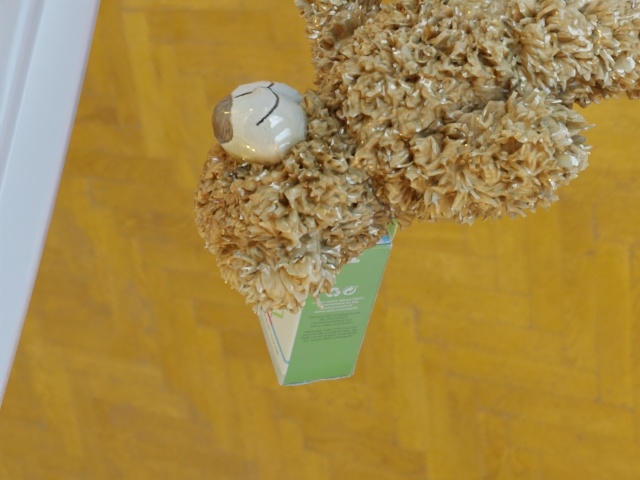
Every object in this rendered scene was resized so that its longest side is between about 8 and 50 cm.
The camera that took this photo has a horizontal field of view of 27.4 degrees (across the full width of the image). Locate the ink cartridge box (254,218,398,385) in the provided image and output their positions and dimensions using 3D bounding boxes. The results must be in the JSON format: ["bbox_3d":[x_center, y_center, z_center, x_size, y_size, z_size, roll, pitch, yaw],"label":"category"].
[{"bbox_3d":[0.000,0.000,0.969,0.209,0.062,0.109,104,153,-45],"label":"ink cartridge box"}]

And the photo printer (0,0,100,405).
[{"bbox_3d":[-0.159,-0.052,0.489,0.307,0.107,0.256,-141,65,-70],"label":"photo printer"}]

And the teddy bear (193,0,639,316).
[{"bbox_3d":[0.067,-0.098,0.737,0.338,0.113,0.245,-19,55,14],"label":"teddy bear"}]
